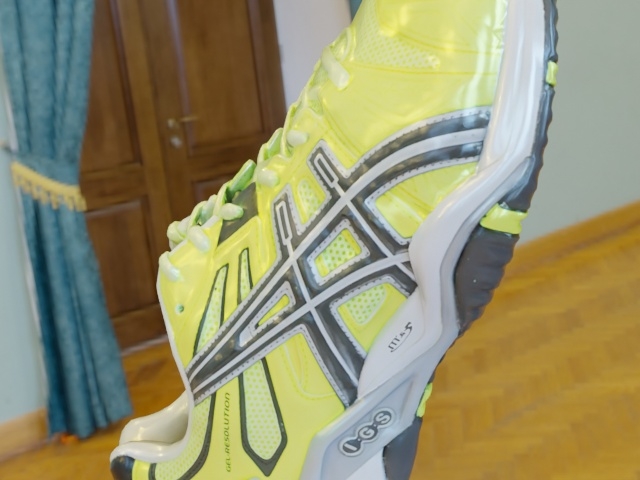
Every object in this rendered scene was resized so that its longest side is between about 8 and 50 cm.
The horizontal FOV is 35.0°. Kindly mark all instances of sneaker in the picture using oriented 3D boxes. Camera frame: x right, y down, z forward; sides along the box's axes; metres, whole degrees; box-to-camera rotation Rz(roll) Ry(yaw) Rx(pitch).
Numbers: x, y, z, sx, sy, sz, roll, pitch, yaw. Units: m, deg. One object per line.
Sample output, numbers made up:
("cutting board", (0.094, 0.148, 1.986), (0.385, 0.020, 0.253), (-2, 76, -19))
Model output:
("sneaker", (0.000, 0.000, 0.492), (0.147, 0.385, 0.145), (16, 15, -6))
